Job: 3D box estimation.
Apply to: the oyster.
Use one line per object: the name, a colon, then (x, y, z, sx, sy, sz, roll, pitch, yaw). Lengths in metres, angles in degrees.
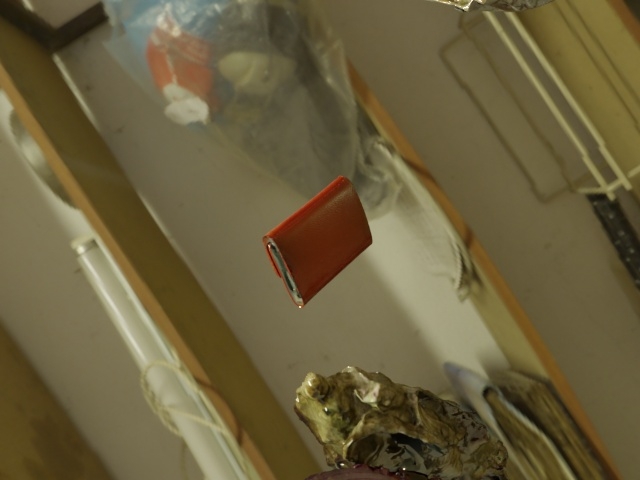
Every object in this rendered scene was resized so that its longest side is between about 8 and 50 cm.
oyster: (0.108, 0.262, 0.986, 0.096, 0.221, 0.361, -98, -18, -46)

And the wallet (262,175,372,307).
wallet: (0.000, 0.000, 1.331, 0.045, 0.204, 0.142, 1, 123, 47)

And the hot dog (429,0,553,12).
hot dog: (0.044, -0.159, 0.350, 0.191, 0.108, 0.059, 31, 166, 37)

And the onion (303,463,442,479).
onion: (0.071, 0.338, 0.824, 0.227, 0.120, 0.283, 34, -161, 21)
